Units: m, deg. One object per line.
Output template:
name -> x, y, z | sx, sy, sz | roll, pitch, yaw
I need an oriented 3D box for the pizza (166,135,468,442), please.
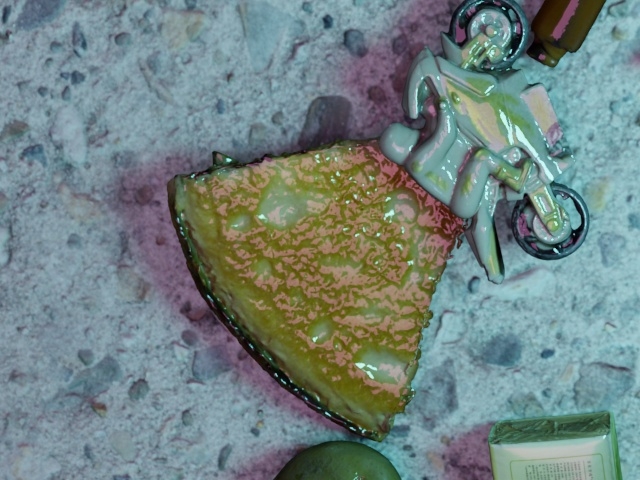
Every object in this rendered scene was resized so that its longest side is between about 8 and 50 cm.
pizza -> -0.024, 0.021, 1.990 | 0.392, 0.080, 0.435 | 16, 104, 1

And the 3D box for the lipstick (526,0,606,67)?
lipstick -> 0.366, -0.395, 1.811 | 0.077, 0.077, 0.418 | 31, 109, 6

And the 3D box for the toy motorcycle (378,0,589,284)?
toy motorcycle -> 0.190, -0.116, 1.853 | 0.223, 0.108, 0.340 | -21, 96, 3

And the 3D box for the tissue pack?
tissue pack -> 0.314, 0.350, 1.971 | 0.159, 0.125, 0.234 | -7, 100, 15

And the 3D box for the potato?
potato -> 0.014, 0.365, 2.040 | 0.235, 0.160, 0.178 | -28, 74, 28
